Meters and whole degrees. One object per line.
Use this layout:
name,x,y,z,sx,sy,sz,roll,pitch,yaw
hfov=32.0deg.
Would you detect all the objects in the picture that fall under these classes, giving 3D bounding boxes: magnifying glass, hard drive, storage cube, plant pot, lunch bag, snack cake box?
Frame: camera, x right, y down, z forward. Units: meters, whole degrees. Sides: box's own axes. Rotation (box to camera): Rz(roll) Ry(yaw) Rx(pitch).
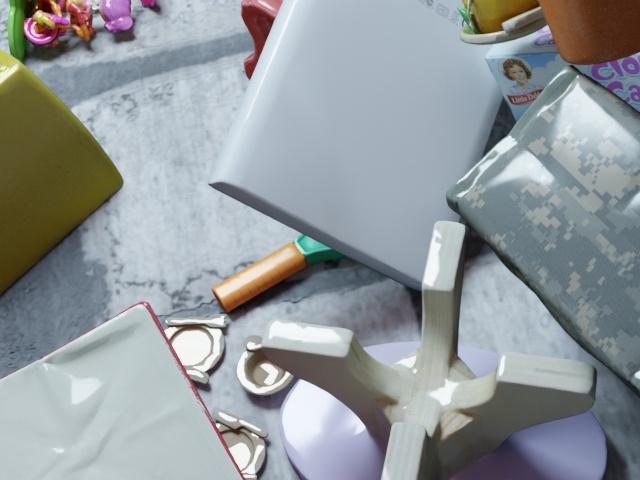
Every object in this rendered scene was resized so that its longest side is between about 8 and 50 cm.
magnifying glass,0.000,0.000,1.085,0.231,0.026,0.092,-31,57,-13
hard drive,0.065,-0.160,1.034,0.233,0.047,0.353,27,75,-23
storage cube,-0.159,0.194,0.853,0.184,0.193,0.215,-27,65,-11
plant pot,-0.361,-0.097,1.104,0.212,0.187,0.212,33,66,27
lunch bag,0.271,0.027,0.893,0.169,0.287,0.235,-48,52,11
snack cake box,0.297,-0.139,0.999,0.264,0.152,0.089,5,50,47

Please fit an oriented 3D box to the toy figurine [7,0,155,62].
toy figurine,-0.269,-0.285,1.283,0.159,0.130,0.173,2,77,-2

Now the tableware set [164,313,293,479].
tableware set,-0.100,0.139,1.003,0.141,0.020,0.168,12,57,16

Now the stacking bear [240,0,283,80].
stacking bear,0.071,-0.260,1.158,0.164,0.175,0.289,36,71,12

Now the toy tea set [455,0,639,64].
toy tea set,0.209,-0.240,0.910,0.200,0.124,0.336,-25,22,-16

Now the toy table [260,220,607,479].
toy table,0.092,0.130,0.898,0.274,0.161,0.252,-3,55,7
